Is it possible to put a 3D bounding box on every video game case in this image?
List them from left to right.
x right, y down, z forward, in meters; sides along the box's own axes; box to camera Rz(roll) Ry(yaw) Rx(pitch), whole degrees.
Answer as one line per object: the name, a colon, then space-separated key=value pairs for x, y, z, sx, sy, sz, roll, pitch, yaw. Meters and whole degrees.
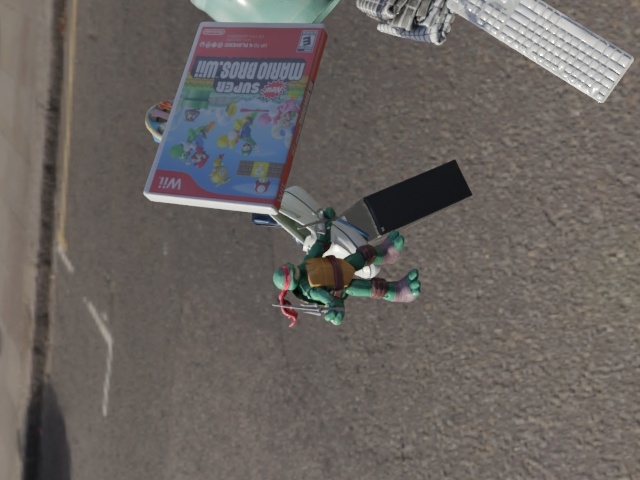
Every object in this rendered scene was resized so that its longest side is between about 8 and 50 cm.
video game case: x=-0.117 y=-0.179 z=1.147 sx=0.204 sy=0.025 sz=0.285 roll=7 pitch=71 yaw=22

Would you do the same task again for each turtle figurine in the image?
turtle figurine: x=0.020 y=0.043 z=1.178 sx=0.118 sy=0.234 sz=0.175 roll=-40 pitch=57 yaw=58

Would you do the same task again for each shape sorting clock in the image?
shape sorting clock: x=-0.167 y=-0.177 z=1.274 sx=0.206 sy=0.206 sz=0.040 roll=47 pitch=135 yaw=48

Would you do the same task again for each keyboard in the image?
keyboard: x=0.297 y=-0.286 z=1.121 sx=0.256 sy=0.014 sz=0.072 roll=35 pitch=121 yaw=8

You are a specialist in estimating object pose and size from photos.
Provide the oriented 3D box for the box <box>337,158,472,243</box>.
box: x=0.193 y=-0.078 z=1.922 sx=0.103 sy=0.261 sz=0.184 roll=66 pitch=158 yaw=2

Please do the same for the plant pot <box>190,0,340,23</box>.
plant pot: x=-0.067 y=-0.474 z=1.506 sx=0.196 sy=0.293 sz=0.293 roll=44 pitch=145 yaw=-7

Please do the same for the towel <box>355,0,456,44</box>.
towel: x=0.176 y=-0.508 z=1.468 sx=0.284 sy=0.121 sz=0.235 roll=-65 pitch=26 yaw=12

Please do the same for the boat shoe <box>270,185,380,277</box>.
boat shoe: x=0.000 y=0.000 z=1.419 sx=0.226 sy=0.075 sz=0.083 roll=40 pitch=149 yaw=24

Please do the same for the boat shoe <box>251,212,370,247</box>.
boat shoe: x=-0.022 y=-0.022 z=1.646 sx=0.258 sy=0.109 sz=0.089 roll=22 pitch=86 yaw=31
